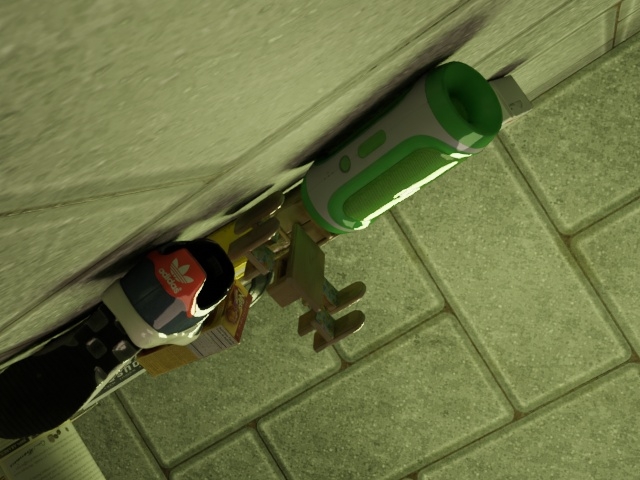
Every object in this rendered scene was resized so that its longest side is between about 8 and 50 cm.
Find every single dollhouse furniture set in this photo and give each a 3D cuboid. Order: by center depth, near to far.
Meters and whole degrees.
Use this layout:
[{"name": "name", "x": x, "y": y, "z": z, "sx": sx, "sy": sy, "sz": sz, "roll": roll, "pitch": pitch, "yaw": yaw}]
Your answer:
[{"name": "dollhouse furniture set", "x": 0.000, "y": 0.000, "z": 1.368, "sx": 0.161, "sy": 0.212, "sz": 0.242, "roll": -31, "pitch": -153, "yaw": 22}]

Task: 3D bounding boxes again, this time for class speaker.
[{"name": "speaker", "x": 0.101, "y": -0.117, "z": 1.220, "sx": 0.131, "sy": 0.131, "sz": 0.296, "roll": -30, "pitch": 177, "yaw": -46}]

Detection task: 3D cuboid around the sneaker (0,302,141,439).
[{"name": "sneaker", "x": -0.387, "y": 0.200, "z": 1.455, "sx": 0.330, "sy": 0.122, "sz": 0.146, "roll": -35, "pitch": -179, "yaw": -8}]

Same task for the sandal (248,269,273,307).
[{"name": "sandal", "x": -0.171, "y": 0.097, "z": 1.914, "sx": 0.167, "sy": 0.107, "sz": 0.445, "roll": -16, "pitch": -174, "yaw": 40}]

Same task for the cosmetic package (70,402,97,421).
[{"name": "cosmetic package", "x": -0.568, "y": 0.333, "z": 1.827, "sx": 0.153, "sy": 0.129, "sz": 0.296, "roll": -29, "pitch": 176, "yaw": -28}]

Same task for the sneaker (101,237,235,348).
[{"name": "sneaker", "x": -0.183, "y": 0.064, "z": 1.282, "sx": 0.148, "sy": 0.131, "sz": 0.350, "roll": -38, "pitch": -179, "yaw": 3}]

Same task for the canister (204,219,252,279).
[{"name": "canister", "x": -0.154, "y": 0.025, "z": 1.488, "sx": 0.126, "sy": 0.073, "sz": 0.170, "roll": -31, "pitch": 176, "yaw": -17}]

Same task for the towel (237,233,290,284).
[{"name": "towel", "x": -0.110, "y": 0.016, "z": 1.676, "sx": 0.282, "sy": 0.049, "sz": 0.187, "roll": -31, "pitch": -167, "yaw": 8}]

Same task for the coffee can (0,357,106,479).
[{"name": "coffee can", "x": -0.505, "y": 0.366, "z": 1.525, "sx": 0.201, "sy": 0.275, "sz": 0.201, "roll": -31, "pitch": 178, "yaw": -1}]

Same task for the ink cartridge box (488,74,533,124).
[{"name": "ink cartridge box", "x": 0.300, "y": -0.235, "z": 1.802, "sx": 0.208, "sy": 0.087, "sz": 0.153, "roll": -32, "pitch": 177, "yaw": 31}]

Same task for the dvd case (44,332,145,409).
[{"name": "dvd case", "x": -0.384, "y": 0.205, "z": 1.633, "sx": 0.179, "sy": 0.029, "sz": 0.239, "roll": -32, "pitch": 152, "yaw": -18}]

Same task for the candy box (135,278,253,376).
[{"name": "candy box", "x": -0.206, "y": 0.143, "z": 1.474, "sx": 0.186, "sy": 0.053, "sz": 0.109, "roll": -23, "pitch": -148, "yaw": 26}]
